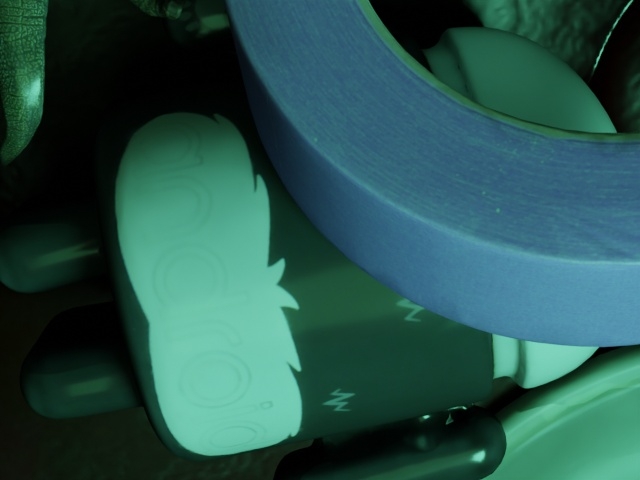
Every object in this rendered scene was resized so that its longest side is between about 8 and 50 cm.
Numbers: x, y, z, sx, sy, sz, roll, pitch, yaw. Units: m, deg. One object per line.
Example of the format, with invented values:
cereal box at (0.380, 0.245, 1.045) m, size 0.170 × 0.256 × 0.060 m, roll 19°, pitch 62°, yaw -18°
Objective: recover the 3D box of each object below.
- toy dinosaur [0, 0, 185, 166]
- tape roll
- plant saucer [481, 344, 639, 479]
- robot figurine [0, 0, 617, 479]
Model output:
toy dinosaur at (-0.107, -0.185, 0.592) m, size 0.160 × 0.121 × 0.313 m, roll 20°, pitch 125°, yaw -2°
tape roll at (0.101, -0.103, 0.558) m, size 0.275 × 0.275 × 0.090 m, roll -12°, pitch 159°, yaw -1°
plant saucer at (0.233, 0.238, 0.876) m, size 0.400 × 0.100 × 0.400 m, roll -3°, pitch 120°, yaw -5°
robot figurine at (0.000, 0.001, 0.667) m, size 0.278 × 0.173 × 0.209 m, roll -12°, pitch 139°, yaw 0°
